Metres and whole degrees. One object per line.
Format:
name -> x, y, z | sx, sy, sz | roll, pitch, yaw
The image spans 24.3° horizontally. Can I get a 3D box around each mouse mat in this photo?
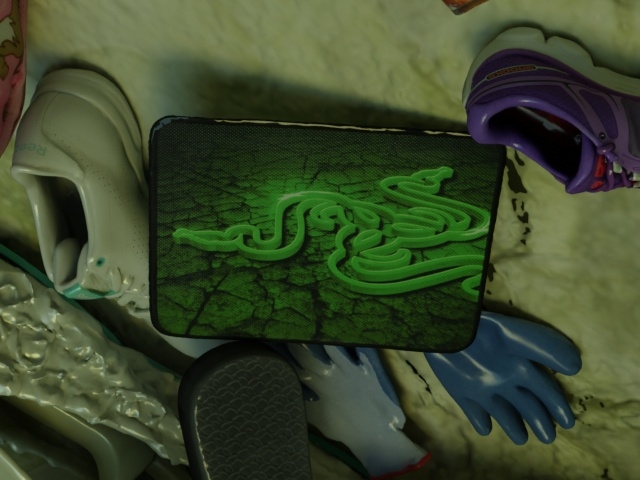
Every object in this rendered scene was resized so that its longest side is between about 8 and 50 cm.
mouse mat -> 0.000, 0.000, 0.815 | 0.190, 0.007, 0.152 | 2, 127, -2

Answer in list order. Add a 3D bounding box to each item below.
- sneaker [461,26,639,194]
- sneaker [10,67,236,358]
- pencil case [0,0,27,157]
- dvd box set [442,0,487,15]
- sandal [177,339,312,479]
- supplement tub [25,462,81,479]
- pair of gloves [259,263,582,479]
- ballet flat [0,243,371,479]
sneaker -> 0.147, -0.041, 0.716 | 0.170, 0.071, 0.068 | 17, 137, 3
sneaker -> -0.118, 0.009, 0.856 | 0.080, 0.094, 0.212 | -10, 130, 28
pencil case -> -0.346, -0.117, 0.770 | 0.386, 0.160, 0.167 | 6, 127, 17
dvd box set -> 0.039, -0.301, 0.501 | 0.308, 0.062, 0.420 | -24, 121, 37
sandal -> -0.043, 0.179, 0.907 | 0.097, 0.054, 0.254 | -7, 107, -26
supplement tub -> -0.173, 0.271, 1.107 | 0.144, 0.144, 0.199 | 11, 137, 11
pair of gloves -> 0.058, 0.080, 0.909 | 0.198, 0.023, 0.159 | -21, 122, 31
ballet flat -> -0.119, 0.153, 0.975 | 0.409, 0.147, 0.147 | 33, 136, -14
